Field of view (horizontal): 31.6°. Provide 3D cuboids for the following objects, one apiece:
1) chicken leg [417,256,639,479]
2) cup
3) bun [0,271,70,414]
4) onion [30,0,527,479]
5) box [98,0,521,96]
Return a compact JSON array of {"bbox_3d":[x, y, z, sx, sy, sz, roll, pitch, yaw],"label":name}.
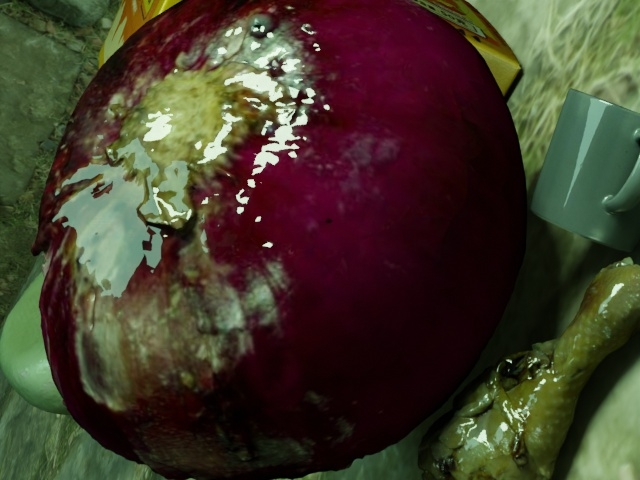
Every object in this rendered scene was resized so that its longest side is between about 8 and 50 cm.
[{"bbox_3d":[0.131,0.089,0.665,0.198,0.069,0.085,-51,1,23],"label":"chicken leg"},{"bbox_3d":[0.170,-0.038,0.659,0.100,0.078,0.077,-92,23,-79],"label":"cup"},{"bbox_3d":[-0.261,0.120,1.459,0.293,0.187,0.293,-28,31,19],"label":"bun"},{"bbox_3d":[0.000,0.000,0.723,0.260,0.282,0.337,7,60,24],"label":"onion"},{"bbox_3d":[-0.024,-0.163,0.986,0.214,0.283,0.259,-63,21,17],"label":"box"}]
